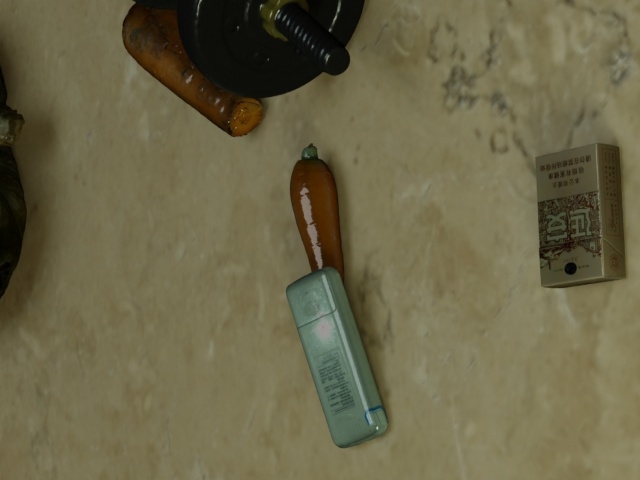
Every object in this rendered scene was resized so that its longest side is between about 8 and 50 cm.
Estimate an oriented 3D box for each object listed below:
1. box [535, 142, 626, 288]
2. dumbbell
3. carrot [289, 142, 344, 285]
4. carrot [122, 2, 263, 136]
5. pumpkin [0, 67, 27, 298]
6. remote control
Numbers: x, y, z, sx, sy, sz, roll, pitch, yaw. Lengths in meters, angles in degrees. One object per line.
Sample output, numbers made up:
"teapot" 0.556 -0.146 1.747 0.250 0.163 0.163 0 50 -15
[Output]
"box" 0.159 -0.014 1.122 0.053 0.024 0.083 -13 74 49
"dumbbell" -0.070 -0.204 1.331 0.325 0.143 0.143 46 120 44
"carrot" 0.000 0.000 1.311 0.035 0.035 0.142 -19 75 48
"carrot" -0.100 -0.135 1.438 0.161 0.055 0.055 45 120 35
"pumpkin" -0.361 -0.078 1.657 0.222 0.139 0.317 -31 54 31
"remote control" 0.011 0.082 1.280 0.053 0.018 0.124 -29 76 46
